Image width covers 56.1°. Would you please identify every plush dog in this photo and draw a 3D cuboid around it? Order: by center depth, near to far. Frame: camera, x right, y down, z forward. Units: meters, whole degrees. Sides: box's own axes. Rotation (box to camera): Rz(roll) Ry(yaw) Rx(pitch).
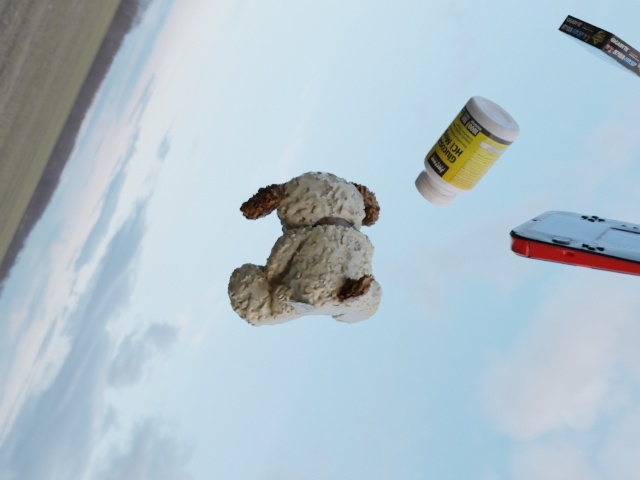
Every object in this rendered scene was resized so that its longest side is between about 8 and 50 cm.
[{"bbox_3d":[0.000,0.000,0.911,0.210,0.262,0.226,141,-54,-58],"label":"plush dog"}]

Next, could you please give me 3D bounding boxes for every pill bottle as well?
[{"bbox_3d":[0.445,-0.268,1.878,0.334,0.187,0.188,-55,-154,35],"label":"pill bottle"}]

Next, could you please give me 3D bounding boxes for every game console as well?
[{"bbox_3d":[0.663,-0.003,1.431,0.342,0.386,0.060,9,-73,35],"label":"game console"}]

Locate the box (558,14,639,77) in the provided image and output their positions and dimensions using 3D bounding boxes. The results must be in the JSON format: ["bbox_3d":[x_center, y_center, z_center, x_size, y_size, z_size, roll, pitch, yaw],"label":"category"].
[{"bbox_3d":[0.759,-0.517,1.602,0.051,0.175,0.220,-58,-155,23],"label":"box"}]
